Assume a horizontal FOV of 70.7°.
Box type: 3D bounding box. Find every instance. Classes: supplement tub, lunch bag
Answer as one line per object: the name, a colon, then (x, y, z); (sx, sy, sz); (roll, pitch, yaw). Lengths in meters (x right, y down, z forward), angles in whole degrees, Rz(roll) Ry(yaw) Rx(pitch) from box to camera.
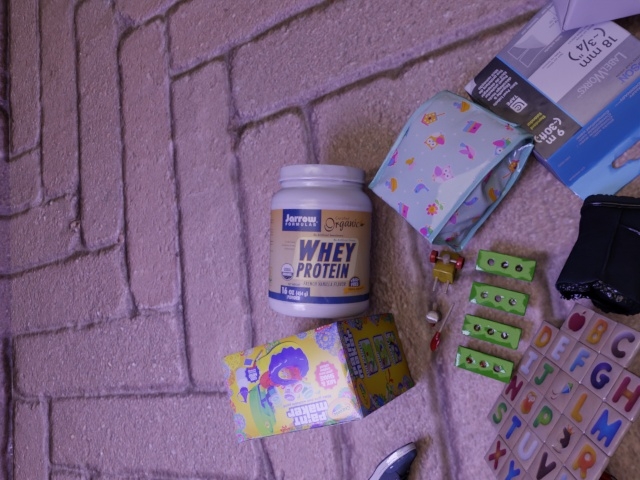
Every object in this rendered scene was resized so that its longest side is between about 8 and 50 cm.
supplement tub: (0.000, 0.000, 1.008); (0.228, 0.228, 0.316); (2, 91, 30)
lunch bag: (0.260, -0.147, 0.905); (0.223, 0.160, 0.262); (48, 114, 38)

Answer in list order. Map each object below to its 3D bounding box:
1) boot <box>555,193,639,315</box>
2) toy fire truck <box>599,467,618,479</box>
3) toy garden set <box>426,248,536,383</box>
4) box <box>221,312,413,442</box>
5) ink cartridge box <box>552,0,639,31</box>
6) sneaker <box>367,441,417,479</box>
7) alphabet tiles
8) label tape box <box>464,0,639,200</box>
boot: (0.539, 0.031, 0.740); (0.246, 0.094, 0.207); (10, 64, 36)
toy fire truck: (0.383, 0.469, 0.725); (0.158, 0.246, 0.217); (31, 102, 8)
toy garden set: (0.313, 0.139, 0.933); (0.203, 0.049, 0.244); (13, 93, 28)
box: (0.001, 0.284, 0.964); (0.290, 0.279, 0.177); (-22, 75, 26)
ink cartridge box: (0.519, -0.586, 0.745); (0.285, 0.166, 0.395); (-8, 72, 15)
sneaker: (0.173, 0.549, 0.944); (0.163, 0.086, 0.226); (46, 118, 36)
alphabet tiles: (0.391, 0.275, 0.754); (0.011, 0.285, 0.343); (27, 97, -4)
label tape box: (0.479, -0.260, 0.837); (0.240, 0.106, 0.334); (-46, 66, 19)
